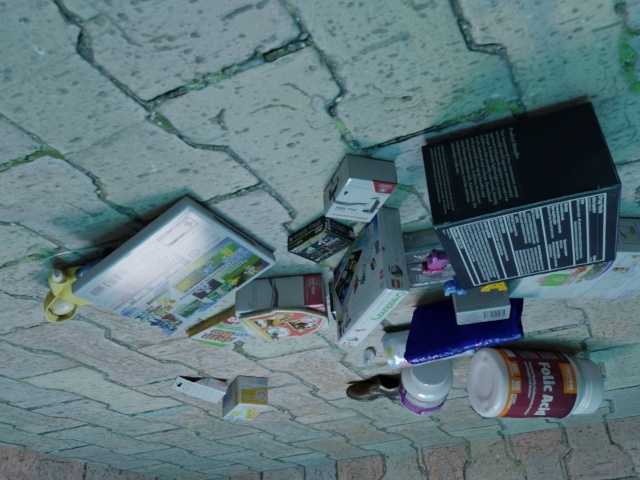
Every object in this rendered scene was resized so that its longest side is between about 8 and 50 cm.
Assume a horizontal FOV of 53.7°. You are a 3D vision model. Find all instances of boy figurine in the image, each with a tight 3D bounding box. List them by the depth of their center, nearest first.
[{"bbox_3d":[-0.550,0.106,1.456,0.285,0.092,0.177,-25,146,28],"label":"boy figurine"}]

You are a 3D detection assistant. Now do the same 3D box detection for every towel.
[{"bbox_3d":[0.370,0.209,1.639,0.308,0.227,0.076,-21,105,24],"label":"towel"}]

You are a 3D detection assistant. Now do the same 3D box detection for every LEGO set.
[{"bbox_3d":[0.340,0.062,1.358,0.227,0.087,0.093,-6,149,2],"label":"LEGO set"}]

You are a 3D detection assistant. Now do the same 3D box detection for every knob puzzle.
[{"bbox_3d":[-0.077,0.212,1.562,0.213,0.029,0.213,-3,150,-2],"label":"knob puzzle"}]

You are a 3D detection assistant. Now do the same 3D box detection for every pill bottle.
[{"bbox_3d":[0.707,0.473,2.085,0.393,0.224,0.224,5,149,-15],"label":"pill bottle"},{"bbox_3d":[0.347,0.463,2.087,0.169,0.169,0.301,-4,150,1],"label":"pill bottle"}]

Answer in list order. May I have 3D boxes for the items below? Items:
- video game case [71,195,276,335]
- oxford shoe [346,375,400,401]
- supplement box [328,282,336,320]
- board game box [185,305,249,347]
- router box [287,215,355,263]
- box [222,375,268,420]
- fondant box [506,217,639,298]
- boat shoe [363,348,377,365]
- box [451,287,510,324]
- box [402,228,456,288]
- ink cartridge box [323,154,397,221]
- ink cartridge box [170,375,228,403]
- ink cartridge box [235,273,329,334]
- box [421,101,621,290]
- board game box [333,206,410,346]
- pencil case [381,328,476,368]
[{"bbox_3d":[-0.309,0.070,1.375,0.329,0.036,0.300,-35,141,14],"label":"video game case"},{"bbox_3d":[0.199,0.526,2.291,0.227,0.082,0.096,-9,127,13],"label":"oxford shoe"},{"bbox_3d":[0.067,0.150,1.597,0.083,0.083,0.056,-8,149,7],"label":"supplement box"},{"bbox_3d":[-0.260,0.247,1.787,0.124,0.039,0.259,25,142,-39],"label":"board game box"},{"bbox_3d":[0.000,0.000,1.376,0.092,0.038,0.122,22,141,-38],"label":"router box"},{"bbox_3d":[-0.271,0.568,2.270,0.114,0.103,0.203,10,148,-21],"label":"box"},{"bbox_3d":[0.623,0.045,1.463,0.331,0.096,0.238,0,150,-8],"label":"fondant box"},{"bbox_3d":[0.165,0.374,2.055,0.035,0.035,0.100,-24,151,-19],"label":"boat shoe"},{"bbox_3d":[0.381,0.122,1.526,0.126,0.137,0.072,-9,147,10],"label":"box"},{"bbox_3d":[0.300,0.034,1.448,0.231,0.056,0.183,-10,148,10],"label":"box"},{"bbox_3d":[0.073,-0.095,1.199,0.099,0.056,0.135,6,148,-18],"label":"ink cartridge box"},{"bbox_3d":[-0.431,0.518,2.251,0.179,0.045,0.145,24,144,-10],"label":"ink cartridge box"},{"bbox_3d":[-0.095,0.164,1.599,0.218,0.092,0.158,-7,150,2],"label":"ink cartridge box"},{"bbox_3d":[0.368,-0.065,1.155,0.294,0.182,0.296,-12,151,17],"label":"box"},{"bbox_3d":[0.102,0.088,1.385,0.053,0.192,0.305,7,149,-16],"label":"board game box"},{"bbox_3d":[0.320,0.301,1.858,0.273,0.113,0.124,-16,138,20],"label":"pencil case"}]
